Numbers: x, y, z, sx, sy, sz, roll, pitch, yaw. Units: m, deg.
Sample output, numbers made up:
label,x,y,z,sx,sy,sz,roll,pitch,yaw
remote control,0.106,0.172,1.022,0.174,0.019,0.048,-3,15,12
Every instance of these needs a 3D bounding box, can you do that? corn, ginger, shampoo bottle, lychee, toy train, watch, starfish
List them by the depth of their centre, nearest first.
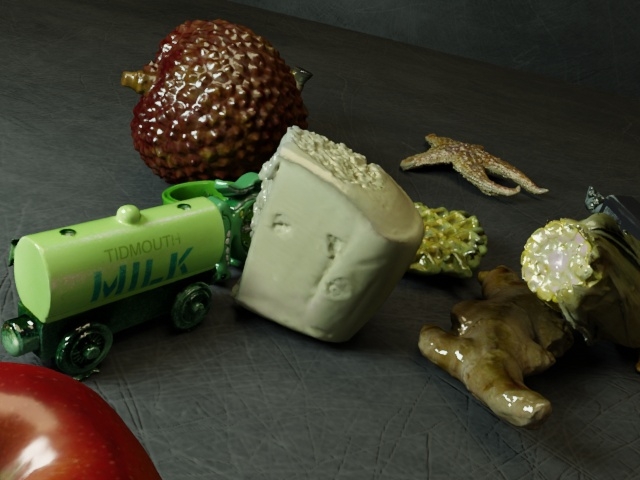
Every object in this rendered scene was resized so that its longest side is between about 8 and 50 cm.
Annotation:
label,x,y,z,sx,sy,sz,roll,pitch,yaw
toy train,-0.206,0.033,0.718,0.105,0.157,0.253,32,33,32
ginger,0.215,0.116,0.830,0.166,0.080,0.333,10,26,24
corn,0.353,0.056,0.841,0.305,0.123,0.122,21,38,-45
watch,-0.150,-0.035,0.919,0.152,0.131,0.165,17,26,32
lychee,-0.157,-0.202,1.063,0.304,0.275,0.275,17,21,-32
shampoo bottle,0.524,-0.001,1.154,0.071,0.098,0.309,4,28,-6
starfish,0.309,-0.174,1.439,0.299,0.060,0.302,8,27,-3

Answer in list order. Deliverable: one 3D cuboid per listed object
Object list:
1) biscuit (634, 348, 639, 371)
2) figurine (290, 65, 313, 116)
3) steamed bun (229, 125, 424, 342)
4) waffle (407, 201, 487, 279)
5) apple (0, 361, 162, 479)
label,x,y,z,sx,sy,sz,roll,pitch,yaw
biscuit,0.535,0.165,0.863,0.232,0.013,0.237,-12,22,-18
figurine,-0.152,-0.277,1.312,0.257,0.192,0.167,-8,45,-44
steamed bun,0.000,0.000,0.810,0.200,0.225,0.170,32,31,-1
waffle,0.150,-0.003,1.046,0.204,0.054,0.223,5,26,9
apple,-0.192,0.192,0.363,0.261,0.216,0.260,13,25,-6
